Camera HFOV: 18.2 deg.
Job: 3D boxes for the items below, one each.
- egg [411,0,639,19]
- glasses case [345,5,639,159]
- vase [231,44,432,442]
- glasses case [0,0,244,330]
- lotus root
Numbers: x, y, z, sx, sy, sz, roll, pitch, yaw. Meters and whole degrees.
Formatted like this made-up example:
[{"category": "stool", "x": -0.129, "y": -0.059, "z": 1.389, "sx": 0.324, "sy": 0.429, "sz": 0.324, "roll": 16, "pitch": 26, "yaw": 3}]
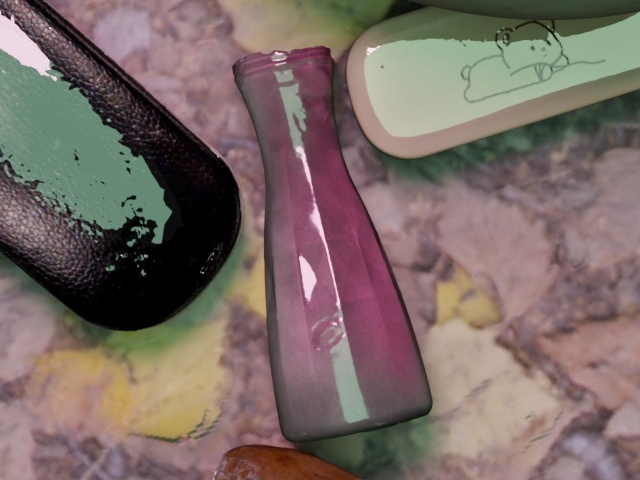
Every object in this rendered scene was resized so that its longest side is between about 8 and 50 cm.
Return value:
[{"category": "egg", "x": 0.090, "y": -0.251, "z": 0.997, "sx": 0.389, "sy": 0.276, "sz": 0.276, "roll": 8, "pitch": 92, "yaw": 0}, {"category": "glasses case", "x": 0.111, "y": -0.105, "z": 1.117, "sx": 0.196, "sy": 0.050, "sz": 0.083, "roll": -19, "pitch": 95, "yaw": 0}, {"category": "vase", "x": 0.000, "y": 0.000, "z": 1.108, "sx": 0.086, "sy": 0.086, "sz": 0.214, "roll": -12, "pitch": 88, "yaw": 0}, {"category": "glasses case", "x": -0.181, "y": -0.077, "z": 1.101, "sx": 0.314, "sy": 0.075, "sz": 0.122, "roll": 40, "pitch": 93, "yaw": -2}, {"category": "lotus root", "x": -0.027, "y": 0.178, "z": 1.099, "sx": 0.081, "sy": 0.112, "sz": 0.122, "roll": 15, "pitch": 61, "yaw": 8}]
